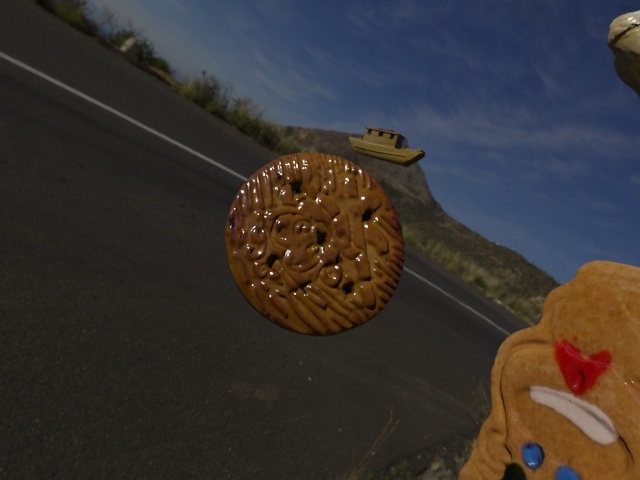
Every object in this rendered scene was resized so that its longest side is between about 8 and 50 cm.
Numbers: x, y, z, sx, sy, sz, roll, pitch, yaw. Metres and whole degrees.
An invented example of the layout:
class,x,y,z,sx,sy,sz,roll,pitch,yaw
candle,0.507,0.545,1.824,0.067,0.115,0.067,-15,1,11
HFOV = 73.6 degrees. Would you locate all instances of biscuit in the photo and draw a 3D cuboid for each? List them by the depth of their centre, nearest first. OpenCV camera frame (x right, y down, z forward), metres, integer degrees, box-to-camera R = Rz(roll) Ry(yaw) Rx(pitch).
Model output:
class,x,y,z,sx,sy,sz,roll,pitch,yaw
biscuit,0.243,0.182,0.411,0.047,0.333,0.202,14,7,-29
biscuit,0.000,-0.001,0.425,0.188,0.187,0.027,35,-19,-8

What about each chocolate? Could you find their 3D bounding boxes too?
class,x,y,z,sx,sy,sz,roll,pitch,yaw
chocolate,0.712,-0.342,0.883,0.309,0.134,0.134,47,5,-11

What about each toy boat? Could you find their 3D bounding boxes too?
class,x,y,z,sx,sy,sz,roll,pitch,yaw
toy boat,0.167,-0.237,1.071,0.201,0.077,0.057,23,10,30
